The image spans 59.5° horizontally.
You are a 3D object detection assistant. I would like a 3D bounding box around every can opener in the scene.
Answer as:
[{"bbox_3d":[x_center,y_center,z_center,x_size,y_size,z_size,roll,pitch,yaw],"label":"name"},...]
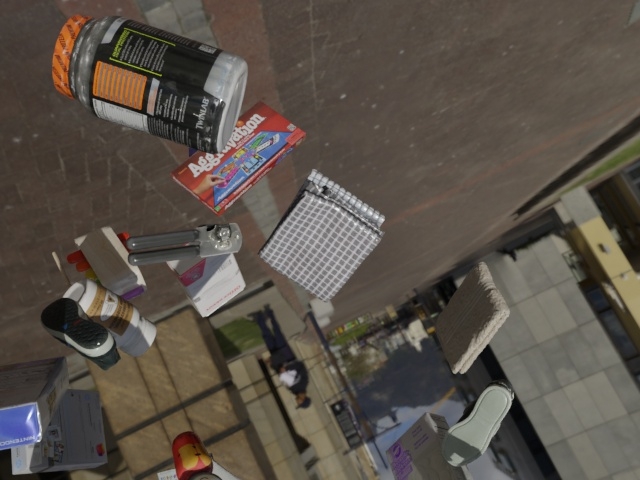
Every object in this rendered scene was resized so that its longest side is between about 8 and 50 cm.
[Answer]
[{"bbox_3d":[-0.329,0.006,1.364,0.283,0.076,0.095,-8,-169,-28],"label":"can opener"}]

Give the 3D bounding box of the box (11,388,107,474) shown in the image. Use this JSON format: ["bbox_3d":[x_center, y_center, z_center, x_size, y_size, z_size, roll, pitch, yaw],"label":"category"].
[{"bbox_3d":[-0.485,0.350,1.042,0.038,0.145,0.186,-26,155,16],"label":"box"}]

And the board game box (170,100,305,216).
[{"bbox_3d":[-0.179,-0.190,1.247,0.281,0.145,0.027,-46,163,-23],"label":"board game box"}]

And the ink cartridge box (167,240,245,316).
[{"bbox_3d":[-0.411,0.120,2.034,0.207,0.117,0.283,-37,147,-19],"label":"ink cartridge box"}]

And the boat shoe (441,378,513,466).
[{"bbox_3d":[0.460,0.527,1.615,0.091,0.114,0.302,-12,140,-58],"label":"boat shoe"}]

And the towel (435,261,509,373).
[{"bbox_3d":[0.416,0.220,1.555,0.049,0.187,0.282,8,130,-20],"label":"towel"}]

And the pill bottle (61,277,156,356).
[{"bbox_3d":[-0.542,0.205,1.436,0.131,0.131,0.229,-31,130,21],"label":"pill bottle"}]

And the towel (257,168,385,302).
[{"bbox_3d":[0.000,0.000,1.408,0.284,0.235,0.121,-53,-176,34],"label":"towel"}]

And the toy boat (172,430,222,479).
[{"bbox_3d":[-0.287,0.432,0.836,0.318,0.148,0.267,-38,128,-5],"label":"toy boat"}]

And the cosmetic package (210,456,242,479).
[{"bbox_3d":[-0.244,0.817,1.643,0.156,0.217,0.385,-51,146,-28],"label":"cosmetic package"}]

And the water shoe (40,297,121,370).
[{"bbox_3d":[-0.440,0.174,1.019,0.073,0.203,0.080,-38,134,-31],"label":"water shoe"}]

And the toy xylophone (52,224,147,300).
[{"bbox_3d":[-0.693,0.075,1.755,0.236,0.323,0.081,-20,140,-21],"label":"toy xylophone"}]

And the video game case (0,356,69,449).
[{"bbox_3d":[-0.522,0.245,0.800,0.269,0.061,0.244,-7,-174,-16],"label":"video game case"}]

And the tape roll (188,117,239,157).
[{"bbox_3d":[-0.244,-0.231,1.473,0.189,0.189,0.080,-28,-171,10],"label":"tape roll"}]

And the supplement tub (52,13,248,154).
[{"bbox_3d":[-0.332,-0.316,1.120,0.338,0.207,0.207,18,162,-4],"label":"supplement tub"}]

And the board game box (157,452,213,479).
[{"bbox_3d":[-0.419,0.887,1.889,0.144,0.275,0.142,-28,165,38],"label":"board game box"}]

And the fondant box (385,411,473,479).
[{"bbox_3d":[0.359,0.767,1.811,0.096,0.330,0.238,22,118,-28],"label":"fondant box"}]
